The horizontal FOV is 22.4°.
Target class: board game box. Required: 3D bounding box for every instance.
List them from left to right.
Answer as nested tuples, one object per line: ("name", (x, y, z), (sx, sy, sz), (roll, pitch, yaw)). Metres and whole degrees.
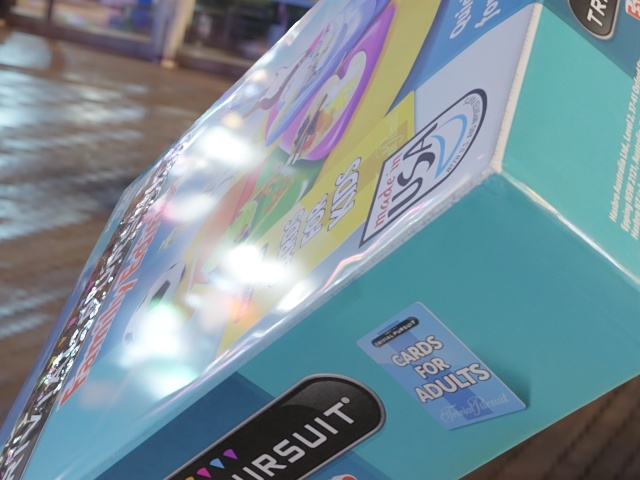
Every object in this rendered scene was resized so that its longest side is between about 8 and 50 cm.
("board game box", (0.000, 0.000, 0.591), (0.079, 0.336, 0.254), (37, 42, -16))
